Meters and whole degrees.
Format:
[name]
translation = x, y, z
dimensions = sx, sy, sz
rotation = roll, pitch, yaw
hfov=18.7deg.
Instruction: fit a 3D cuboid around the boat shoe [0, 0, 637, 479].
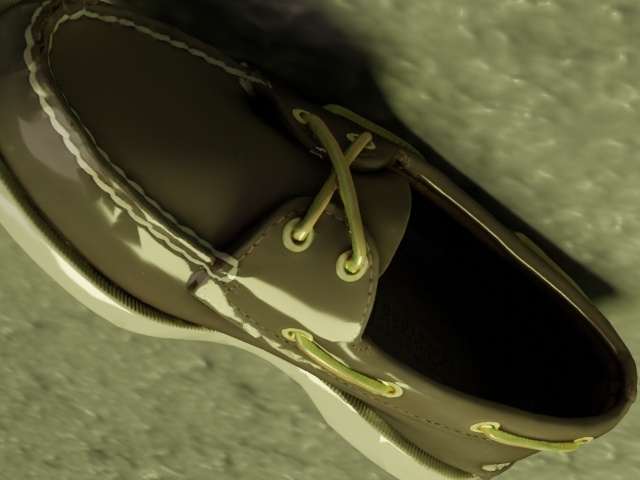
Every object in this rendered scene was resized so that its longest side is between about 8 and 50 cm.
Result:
[boat shoe]
translation = 0.000, 0.000, 0.739
dimensions = 0.096, 0.117, 0.324
rotation = -15, 141, 38
